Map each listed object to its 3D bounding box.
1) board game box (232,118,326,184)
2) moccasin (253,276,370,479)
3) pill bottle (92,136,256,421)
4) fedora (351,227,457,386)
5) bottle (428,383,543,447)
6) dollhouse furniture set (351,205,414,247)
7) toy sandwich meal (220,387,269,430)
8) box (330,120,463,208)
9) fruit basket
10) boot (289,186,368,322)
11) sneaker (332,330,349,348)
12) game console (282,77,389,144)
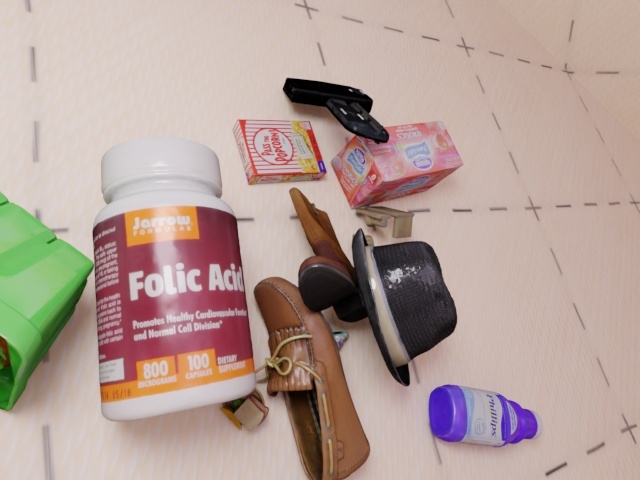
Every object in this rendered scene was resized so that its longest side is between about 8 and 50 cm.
[{"bbox_3d":[-0.095,-0.210,1.014,0.193,0.045,0.147,-9,73,-32],"label":"board game box"},{"bbox_3d":[-0.043,0.251,0.787,0.146,0.139,0.381,-14,85,-42],"label":"moccasin"},{"bbox_3d":[-0.234,0.056,0.681,0.223,0.224,0.393,-2,75,-30],"label":"pill bottle"},{"bbox_3d":[0.179,0.116,0.851,0.334,0.152,0.335,-18,90,-78],"label":"fedora"},{"bbox_3d":[0.378,0.402,0.969,0.282,0.092,0.118,17,59,-22],"label":"bottle"},{"bbox_3d":[0.128,0.000,1.054,0.143,0.123,0.152,-4,105,-31],"label":"dollhouse furniture set"},{"bbox_3d":[-0.134,0.291,0.748,0.085,0.029,0.086,0,95,5],"label":"toy sandwich meal"},{"bbox_3d":[0.200,-0.200,1.110,0.299,0.154,0.142,-16,76,-35],"label":"box"},{"bbox_3d":[-0.518,0.075,0.494,0.391,0.283,0.393,24,44,-25],"label":"fruit basket"},{"bbox_3d":[0.000,0.000,0.840,0.264,0.096,0.281,31,32,-54],"label":"boot"},{"bbox_3d":[0.025,0.229,0.890,0.098,0.038,0.069,-8,91,-44],"label":"sneaker"},{"bbox_3d":[0.043,-0.314,1.017,0.212,0.044,0.361,2,33,-19],"label":"game console"}]
